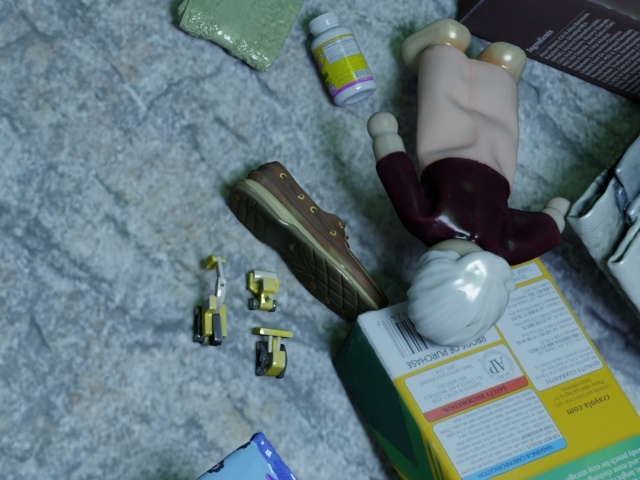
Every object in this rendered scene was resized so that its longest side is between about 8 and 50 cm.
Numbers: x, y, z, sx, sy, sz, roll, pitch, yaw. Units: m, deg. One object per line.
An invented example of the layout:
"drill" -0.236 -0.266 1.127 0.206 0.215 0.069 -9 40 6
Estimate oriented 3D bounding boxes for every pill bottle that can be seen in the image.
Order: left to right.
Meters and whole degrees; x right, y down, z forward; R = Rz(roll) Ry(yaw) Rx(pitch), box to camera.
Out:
"pill bottle" 0.018 -0.170 1.860 0.043 0.043 0.083 -18 78 -29

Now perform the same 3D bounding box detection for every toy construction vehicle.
"toy construction vehicle" -0.064 0.065 1.732 0.086 0.035 0.098 11 66 -21

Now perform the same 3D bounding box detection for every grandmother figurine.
"grandmother figurine" 0.131 -0.045 1.779 0.208 0.104 0.342 15 47 -7

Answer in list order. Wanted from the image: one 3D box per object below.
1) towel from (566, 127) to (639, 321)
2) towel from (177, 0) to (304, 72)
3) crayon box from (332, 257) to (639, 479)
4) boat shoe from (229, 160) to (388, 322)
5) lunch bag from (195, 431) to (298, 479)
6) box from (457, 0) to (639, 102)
"towel" 0.406 -0.014 1.875 0.312 0.056 0.324 -48 117 -18
"towel" -0.067 -0.234 1.857 0.110 0.027 0.148 28 60 -14
"crayon box" 0.178 0.187 1.730 0.203 0.083 0.323 -17 64 -29
"boat shoe" 0.000 0.000 1.771 0.178 0.064 0.060 45 60 1
"lunch bag" -0.043 0.338 1.535 0.221 0.138 0.293 -36 76 -27
"box" 0.342 -0.250 1.989 0.381 0.143 0.191 19 63 -15
